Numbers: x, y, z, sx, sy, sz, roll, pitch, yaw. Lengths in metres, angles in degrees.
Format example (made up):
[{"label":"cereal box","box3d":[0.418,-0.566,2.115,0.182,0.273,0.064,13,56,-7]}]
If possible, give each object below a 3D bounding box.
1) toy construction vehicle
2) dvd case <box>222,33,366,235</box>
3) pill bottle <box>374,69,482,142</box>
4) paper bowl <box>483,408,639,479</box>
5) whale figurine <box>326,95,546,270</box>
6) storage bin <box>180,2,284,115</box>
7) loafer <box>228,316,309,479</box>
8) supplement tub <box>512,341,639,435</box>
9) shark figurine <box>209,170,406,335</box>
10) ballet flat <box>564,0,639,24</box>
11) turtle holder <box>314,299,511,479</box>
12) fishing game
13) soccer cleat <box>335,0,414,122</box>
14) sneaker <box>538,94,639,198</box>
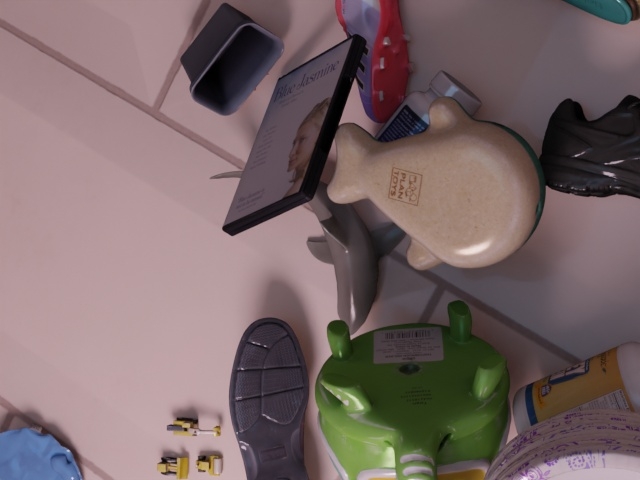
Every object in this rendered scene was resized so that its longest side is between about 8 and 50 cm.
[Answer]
[{"label":"toy construction vehicle","box3d":[-0.185,0.294,1.915,0.098,0.035,0.086,4,91,24]},{"label":"dvd case","box3d":[-0.034,-0.135,1.745,0.180,0.022,0.253,-23,41,50]},{"label":"pill bottle","box3d":[0.128,-0.131,1.751,0.094,0.094,0.169,44,106,18]},{"label":"paper bowl","box3d":[0.315,0.313,1.516,0.284,0.148,0.284,4,115,9]},{"label":"whale figurine","box3d":[0.145,-0.072,1.666,0.272,0.141,0.216,14,107,27]},{"label":"storage bin","box3d":[-0.124,-0.253,1.873,0.135,0.098,0.091,-49,44,16]},{"label":"loafer","box3d":[-0.069,0.257,1.836,0.109,0.095,0.302,-5,84,-11]},{"label":"supplement tub","box3d":[0.346,0.207,1.624,0.200,0.144,0.144,-27,79,21]},{"label":"shark figurine","box3d":[-0.004,-0.029,1.800,0.166,0.116,0.278,-46,75,15]},{"label":"ballet flat","box3d":[0.261,-0.372,1.697,0.348,0.123,0.123,25,99,23]},{"label":"turtle holder","box3d":[0.130,0.237,1.646,0.320,0.243,0.227,36,137,55]},{"label":"fishing game","box3d":[-0.432,0.365,2.022,0.264,0.041,0.189,19,97,14]},{"label":"soccer cleat","box3d":[0.063,-0.274,1.796,0.095,0.083,0.248,-4,87,39]},{"label":"sneaker","box3d":[0.396,-0.105,1.631,0.286,0.109,0.130,11,90,22]}]
